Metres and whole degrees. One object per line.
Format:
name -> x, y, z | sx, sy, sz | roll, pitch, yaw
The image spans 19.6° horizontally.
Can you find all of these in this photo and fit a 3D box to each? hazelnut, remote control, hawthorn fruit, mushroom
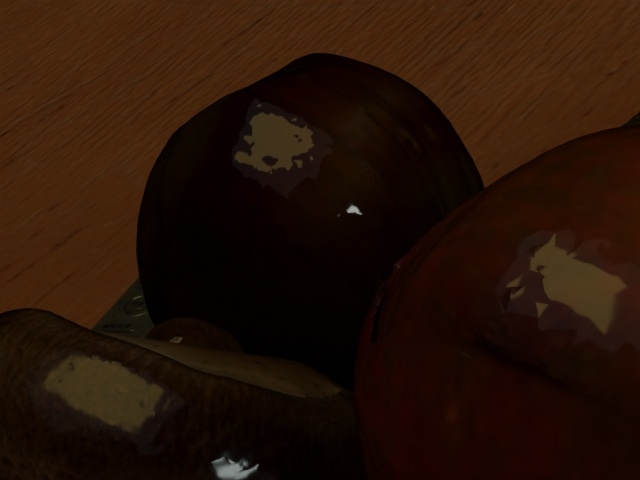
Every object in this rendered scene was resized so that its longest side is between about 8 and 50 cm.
hazelnut -> 0.000, 0.000, 1.102 | 0.217, 0.217, 0.251 | -19, -10, 1
remote control -> -0.136, 0.071, 1.252 | 0.050, 0.027, 0.184 | -1, 30, 28
hawthorn fruit -> 0.174, 0.058, 0.852 | 0.276, 0.276, 0.307 | 10, 44, 41
mushroom -> -0.073, 0.116, 0.955 | 0.253, 0.153, 0.253 | 11, -4, 1

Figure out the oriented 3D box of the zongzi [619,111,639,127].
zongzi -> 0.244, -0.016, 1.105 | 0.194, 0.099, 0.197 | -31, 38, -18
